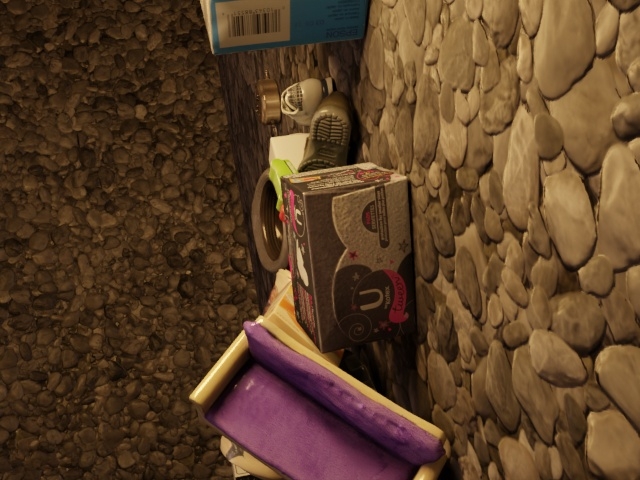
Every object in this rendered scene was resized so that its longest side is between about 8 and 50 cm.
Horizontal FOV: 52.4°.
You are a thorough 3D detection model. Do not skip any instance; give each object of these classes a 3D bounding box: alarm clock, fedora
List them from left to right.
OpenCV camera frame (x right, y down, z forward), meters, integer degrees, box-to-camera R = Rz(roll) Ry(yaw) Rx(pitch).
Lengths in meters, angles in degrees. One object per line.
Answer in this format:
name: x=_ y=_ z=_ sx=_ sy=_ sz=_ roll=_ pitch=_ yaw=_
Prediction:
alarm clock: x=-0.148 y=-0.378 z=1.856 sx=0.129 sy=0.064 sz=0.192 roll=109 pitch=147 yaw=-65
fedora: x=-0.069 y=-0.052 z=1.551 sx=0.275 sy=0.124 sz=0.243 roll=120 pitch=138 yaw=-58

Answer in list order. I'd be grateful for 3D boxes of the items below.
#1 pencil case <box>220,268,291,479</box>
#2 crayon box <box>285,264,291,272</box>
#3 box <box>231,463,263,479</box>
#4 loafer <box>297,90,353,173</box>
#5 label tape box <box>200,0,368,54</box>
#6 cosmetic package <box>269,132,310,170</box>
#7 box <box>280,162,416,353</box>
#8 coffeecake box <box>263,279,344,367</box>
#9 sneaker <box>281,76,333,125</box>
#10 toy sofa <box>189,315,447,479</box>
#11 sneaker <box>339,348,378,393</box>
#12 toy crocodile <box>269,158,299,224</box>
pencil case: x=-0.067 y=0.273 z=1.310 sx=0.160 sy=0.183 sz=0.410 roll=10 pitch=79 yaw=54
crayon box: x=-0.059 y=0.174 z=1.769 sx=0.323 sy=0.083 sz=0.203 roll=104 pitch=155 yaw=-63
box: x=-0.065 y=0.522 z=1.553 sx=0.169 sy=0.290 sz=0.087 roll=-129 pitch=34 yaw=-71
loafer: x=0.018 y=-0.175 z=1.195 sx=0.251 sy=0.094 sz=0.087 roll=112 pitch=176 yaw=-59
label tape box: x=-0.082 y=-0.450 z=1.057 sx=0.106 sy=0.241 sz=0.333 roll=93 pitch=164 yaw=-50
cosmetic package: x=-0.028 y=-0.108 z=1.346 sx=0.085 sy=0.117 sz=0.231 roll=103 pitch=157 yaw=-57
box: x=0.044 y=0.022 z=0.987 sx=0.142 sy=0.163 sz=0.247 roll=-138 pitch=40 yaw=-66
coffeecake box: x=-0.025 y=0.154 z=1.142 sx=0.068 sy=0.142 sz=0.185 roll=-47 pitch=5 yaw=21
sneaker: x=-0.038 y=-0.281 z=1.322 sx=0.235 sy=0.095 sz=0.090 roll=170 pitch=90 yaw=-80
toy sofa: x=-0.007 y=0.282 z=0.960 sx=0.362 sy=0.150 sz=0.177 roll=31 pitch=150 yaw=14
sneaker: x=0.093 y=0.367 z=1.178 sx=0.146 sy=0.122 sz=0.330 roll=67 pitch=-175 yaw=-58
toy crocodile: x=0.000 y=0.000 z=1.190 sx=0.340 sy=0.105 sz=0.115 roll=57 pitch=164 yaw=5
